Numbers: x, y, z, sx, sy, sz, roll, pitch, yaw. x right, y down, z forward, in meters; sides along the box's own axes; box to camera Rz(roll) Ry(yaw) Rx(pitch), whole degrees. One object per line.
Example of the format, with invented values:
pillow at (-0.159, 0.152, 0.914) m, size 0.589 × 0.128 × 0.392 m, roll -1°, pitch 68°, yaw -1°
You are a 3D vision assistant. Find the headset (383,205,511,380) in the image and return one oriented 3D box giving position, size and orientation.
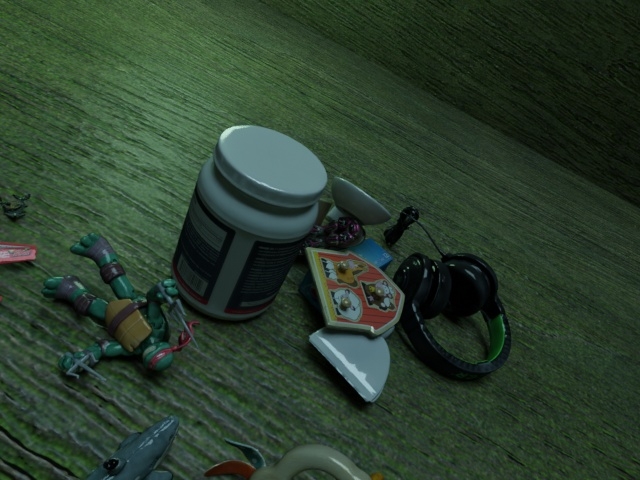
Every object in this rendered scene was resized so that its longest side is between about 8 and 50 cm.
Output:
headset at (0.242, 0.106, 1.001) m, size 0.243 × 0.185 × 0.395 m, roll 1°, pitch 59°, yaw -30°

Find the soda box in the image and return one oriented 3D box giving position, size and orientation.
soda box at (0.055, 0.066, 0.942) m, size 0.071 × 0.067 × 0.210 m, roll 43°, pitch 37°, yaw 20°

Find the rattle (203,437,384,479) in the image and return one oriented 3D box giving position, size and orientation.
rattle at (-0.025, 0.294, 0.603) m, size 0.199 × 0.130 × 0.142 m, roll 9°, pitch 19°, yaw 18°

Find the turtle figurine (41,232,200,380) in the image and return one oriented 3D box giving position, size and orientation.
turtle figurine at (-0.267, 0.107, 0.632) m, size 0.234 × 0.118 × 0.175 m, roll 41°, pitch 77°, yaw 19°

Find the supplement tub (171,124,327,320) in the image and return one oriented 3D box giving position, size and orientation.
supplement tub at (-0.118, -0.022, 0.751) m, size 0.191 × 0.272 × 0.191 m, roll 19°, pitch 36°, yaw -15°

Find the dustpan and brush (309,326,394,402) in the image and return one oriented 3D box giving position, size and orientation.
dustpan and brush at (0.084, 0.187, 0.832) m, size 0.147 × 0.060 × 0.211 m, roll 44°, pitch 44°, yaw 18°

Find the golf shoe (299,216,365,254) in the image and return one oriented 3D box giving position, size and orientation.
golf shoe at (0.000, 0.000, 0.946) m, size 0.086 × 0.185 × 0.068 m, roll 37°, pitch 52°, yaw -63°

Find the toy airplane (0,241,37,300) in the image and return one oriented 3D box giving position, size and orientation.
toy airplane at (-0.472, 0.038, 0.642) m, size 0.151 × 0.028 × 0.151 m, roll 18°, pitch 37°, yaw -14°

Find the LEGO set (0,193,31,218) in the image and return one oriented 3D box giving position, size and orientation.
LEGO set at (-0.497, -0.046, 0.743) m, size 0.083 × 0.024 × 0.054 m, roll -28°, pitch 60°, yaw -35°

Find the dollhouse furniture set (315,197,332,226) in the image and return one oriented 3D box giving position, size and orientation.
dollhouse furniture set at (-0.068, -0.096, 1.009) m, size 0.143 × 0.123 × 0.151 m, roll 18°, pitch 36°, yaw -15°

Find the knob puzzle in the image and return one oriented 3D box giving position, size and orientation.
knob puzzle at (0.078, 0.085, 0.852) m, size 0.213 × 0.030 × 0.213 m, roll 20°, pitch 39°, yaw -17°

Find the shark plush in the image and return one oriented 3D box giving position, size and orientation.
shark plush at (-0.231, 0.248, 0.513) m, size 0.161 × 0.067 × 0.073 m, roll -10°, pitch 51°, yaw -42°

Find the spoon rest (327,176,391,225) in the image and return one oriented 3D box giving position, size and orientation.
spoon rest at (0.072, -0.080, 0.986) m, size 0.137 × 0.084 × 0.276 m, roll 35°, pitch -6°, yaw -5°
